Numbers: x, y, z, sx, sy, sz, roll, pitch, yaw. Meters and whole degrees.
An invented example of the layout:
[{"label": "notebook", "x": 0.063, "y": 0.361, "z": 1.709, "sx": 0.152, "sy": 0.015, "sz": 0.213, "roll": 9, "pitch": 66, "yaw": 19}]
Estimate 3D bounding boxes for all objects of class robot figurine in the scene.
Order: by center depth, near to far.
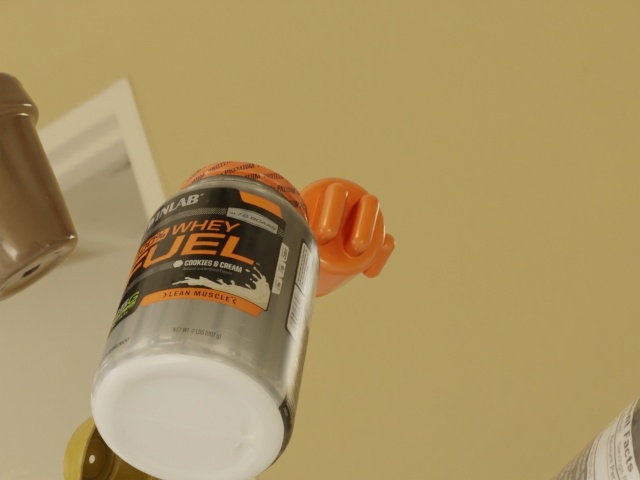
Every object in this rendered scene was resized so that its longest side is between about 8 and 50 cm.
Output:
[{"label": "robot figurine", "x": 0.002, "y": 0.001, "z": 1.523, "sx": 0.158, "sy": 0.128, "sz": 0.219, "roll": -20, "pitch": -8, "yaw": -26}]

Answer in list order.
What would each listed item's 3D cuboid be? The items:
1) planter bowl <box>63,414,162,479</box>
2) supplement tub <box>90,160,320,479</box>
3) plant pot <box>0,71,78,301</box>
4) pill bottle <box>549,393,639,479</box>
[{"label": "planter bowl", "x": -0.279, "y": 0.299, "z": 1.635, "sx": 0.090, "sy": 0.217, "sz": 0.217, "roll": 2, "pitch": -2, "yaw": 33}, {"label": "supplement tub", "x": -0.104, "y": 0.072, "z": 1.230, "sx": 0.193, "sy": 0.316, "sz": 0.194, "roll": 4, "pitch": -50, "yaw": 4}, {"label": "plant pot", "x": -0.437, "y": -0.047, "z": 1.562, "sx": 0.263, "sy": 0.229, "sz": 0.263, "roll": -35, "pitch": -4, "yaw": -3}, {"label": "pill bottle", "x": 0.306, "y": 0.216, "z": 0.967, "sx": 0.204, "sy": 0.204, "sz": 0.361, "roll": -8, "pitch": -34, "yaw": -35}]
